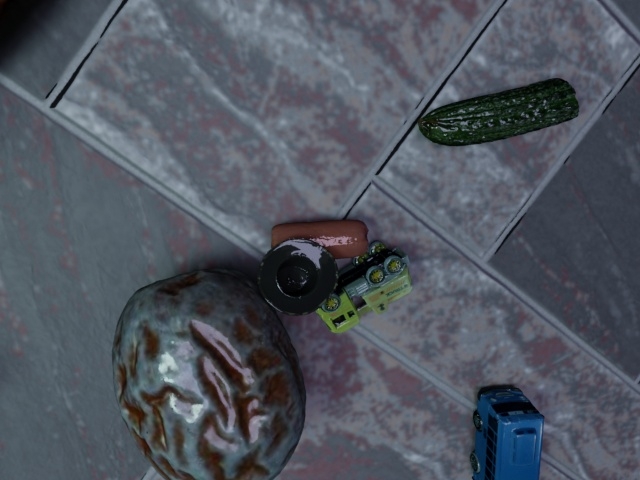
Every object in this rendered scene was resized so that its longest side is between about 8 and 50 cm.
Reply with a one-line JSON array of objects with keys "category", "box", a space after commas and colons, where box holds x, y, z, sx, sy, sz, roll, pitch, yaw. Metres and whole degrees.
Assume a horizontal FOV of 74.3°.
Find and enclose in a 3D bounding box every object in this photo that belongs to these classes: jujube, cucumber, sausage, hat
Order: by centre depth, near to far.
[{"category": "jujube", "box": [-0.153, 0.188, 0.591, 0.246, 0.215, 0.308, -31, 98, 2]}, {"category": "hat", "box": [-0.034, 0.054, 0.616, 0.121, 0.050, 0.121, 3, 81, -18]}, {"category": "sausage", "box": [0.000, 0.000, 0.658, 0.154, 0.062, 0.062, -4, 100, -7]}, {"category": "cucumber", "box": [0.282, -0.193, 0.662, 0.265, 0.077, 0.077, -16, 102, -3]}]

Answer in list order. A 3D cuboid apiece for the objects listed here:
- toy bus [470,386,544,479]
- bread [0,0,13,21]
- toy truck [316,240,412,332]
[{"category": "toy bus", "box": [0.331, 0.366, 0.748, 0.089, 0.106, 0.185, -2, 100, -5]}, {"category": "bread", "box": [-0.459, -0.368, 0.406, 0.324, 0.333, 0.143, -47, 59, 3]}, {"category": "toy truck", "box": [0.070, 0.081, 0.678, 0.168, 0.077, 0.100, -31, 116, -5]}]
